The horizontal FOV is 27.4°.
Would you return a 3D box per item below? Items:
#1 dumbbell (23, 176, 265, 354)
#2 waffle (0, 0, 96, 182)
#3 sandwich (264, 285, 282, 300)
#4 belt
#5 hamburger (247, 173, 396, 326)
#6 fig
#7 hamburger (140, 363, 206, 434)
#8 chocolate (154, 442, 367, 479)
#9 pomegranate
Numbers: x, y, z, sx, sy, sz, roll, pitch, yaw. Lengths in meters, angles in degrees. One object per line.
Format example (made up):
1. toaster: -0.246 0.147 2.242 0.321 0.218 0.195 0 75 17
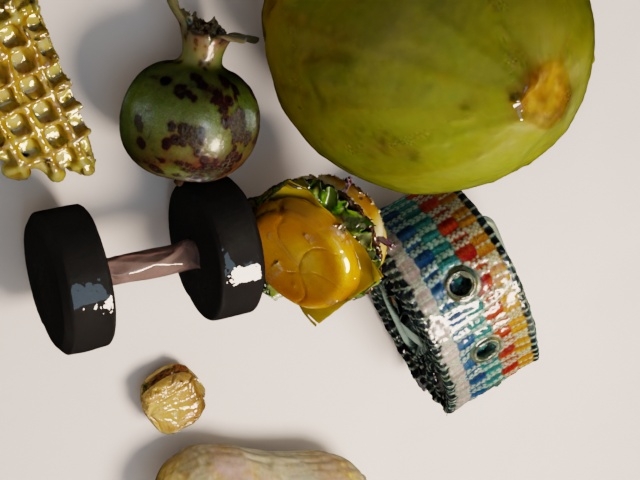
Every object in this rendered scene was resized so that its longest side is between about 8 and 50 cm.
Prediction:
1. dumbbell: -0.182 0.024 1.357 0.218 0.152 0.152 -13 120 -23
2. waffle: -0.280 -0.149 1.278 0.161 0.046 0.192 6 112 -29
3. sandwich: -0.058 0.022 1.498 0.105 0.036 0.093 1 115 -29
4. belt: 0.161 0.066 1.538 0.160 0.207 0.295 -33 126 -8
5. hamburger: -0.004 0.000 1.404 0.164 0.190 0.093 55 45 -11
6. fig: 0.121 -0.196 1.292 0.343 0.343 0.343 -13 121 -23
7. hamburger: -0.170 0.182 1.515 0.076 0.044 0.083 -26 123 -13
8. chocolate: -0.060 0.314 1.593 0.309 0.134 0.134 13 108 -34
9. pomegranate: -0.125 -0.139 1.318 0.148 0.148 0.169 26 88 -36
